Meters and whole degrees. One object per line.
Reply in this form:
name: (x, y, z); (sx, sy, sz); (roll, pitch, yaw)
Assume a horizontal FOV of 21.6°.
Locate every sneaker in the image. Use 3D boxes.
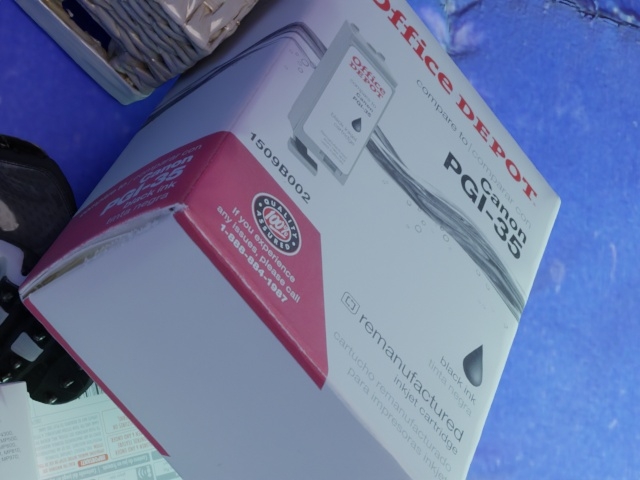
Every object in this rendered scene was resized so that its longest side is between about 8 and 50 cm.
sneaker: (-0.189, -0.024, 0.845); (0.234, 0.078, 0.106); (42, 35, -7)

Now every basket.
basket: (-0.076, -0.174, 0.922); (0.113, 0.103, 0.167); (46, 62, -20)

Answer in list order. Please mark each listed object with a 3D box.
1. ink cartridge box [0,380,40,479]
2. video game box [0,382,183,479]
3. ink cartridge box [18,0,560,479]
ink cartridge box: (-0.176, 0.138, 0.813); (0.056, 0.099, 0.135); (-8, 89, -35)
video game box: (-0.073, 0.141, 0.917); (0.205, 0.048, 0.187); (-10, 86, -35)
ink cartridge box: (0.000, 0.000, 0.877); (0.207, 0.117, 0.283); (50, 36, -17)
